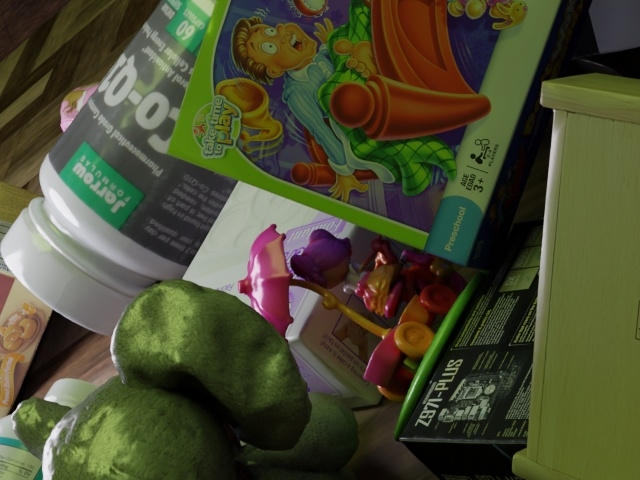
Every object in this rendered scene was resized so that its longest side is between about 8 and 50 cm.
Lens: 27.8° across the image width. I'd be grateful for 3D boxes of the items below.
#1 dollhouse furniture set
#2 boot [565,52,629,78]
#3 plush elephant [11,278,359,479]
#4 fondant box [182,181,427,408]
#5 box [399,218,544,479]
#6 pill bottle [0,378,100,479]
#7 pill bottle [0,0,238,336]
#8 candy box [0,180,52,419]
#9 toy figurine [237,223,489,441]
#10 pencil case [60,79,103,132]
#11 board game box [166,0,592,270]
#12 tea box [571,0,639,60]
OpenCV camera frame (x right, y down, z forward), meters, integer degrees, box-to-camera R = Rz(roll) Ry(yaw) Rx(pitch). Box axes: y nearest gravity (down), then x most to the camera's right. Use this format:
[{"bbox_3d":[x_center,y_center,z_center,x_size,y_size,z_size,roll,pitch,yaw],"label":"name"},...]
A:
[{"bbox_3d":[0.285,0.019,0.640,0.303,0.198,0.286,-15,23,-43],"label":"dollhouse furniture set"},{"bbox_3d":[0.258,-0.177,1.072,0.114,0.037,0.106,-43,26,-4],"label":"boot"},{"bbox_3d":[-0.091,0.174,0.812,0.272,0.255,0.330,-54,26,-18],"label":"plush elephant"},{"bbox_3d":[0.000,0.000,1.133,0.238,0.096,0.330,-17,38,47],"label":"fondant box"},{"bbox_3d":[0.155,0.072,0.791,0.147,0.077,0.180,-11,41,53],"label":"box"},{"bbox_3d":[-0.249,0.248,1.083,0.146,0.146,0.264,-17,37,47],"label":"pill bottle"},{"bbox_3d":[-0.167,-0.087,1.377,0.361,0.204,0.204,-52,23,9],"label":"pill bottle"},{"bbox_3d":[-0.398,0.066,1.607,0.183,0.088,0.316,-65,21,15],"label":"candy box"},{"bbox_3d":[0.026,0.035,0.917,0.173,0.159,0.130,-51,-17,-46],"label":"toy figurine"},{"bbox_3d":[-0.157,-0.199,1.616,0.386,0.160,0.167,-26,39,36],"label":"pencil case"},{"bbox_3d":[0.062,-0.181,0.873,0.233,0.078,0.347,21,95,22],"label":"board game box"},{"bbox_3d":[0.141,-0.306,1.095,0.324,0.220,0.329,-9,33,21],"label":"tea box"}]
